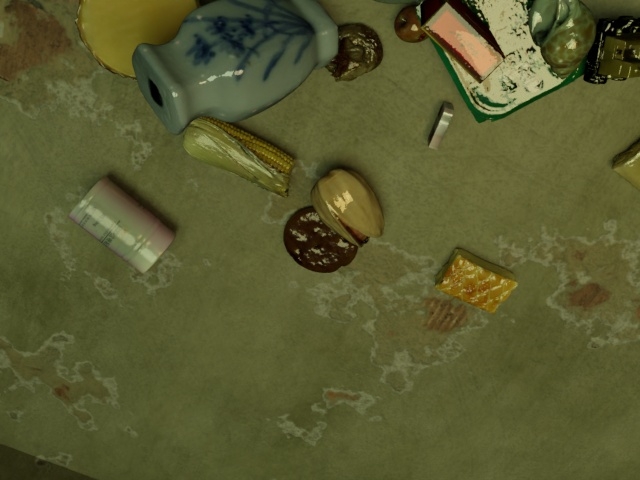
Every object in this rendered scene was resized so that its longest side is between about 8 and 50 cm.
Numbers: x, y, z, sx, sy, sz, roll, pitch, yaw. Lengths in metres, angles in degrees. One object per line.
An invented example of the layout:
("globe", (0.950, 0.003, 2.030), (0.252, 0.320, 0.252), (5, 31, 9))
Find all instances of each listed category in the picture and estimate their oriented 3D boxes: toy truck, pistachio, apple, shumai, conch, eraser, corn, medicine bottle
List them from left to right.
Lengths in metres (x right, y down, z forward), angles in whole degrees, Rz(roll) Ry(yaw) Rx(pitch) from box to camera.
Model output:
("medicine bottle", (-0.542, -0.041, 1.728), (0.254, 0.152, 0.152), (41, 119, -14))
("corn", (-0.201, -0.212, 1.583), (0.305, 0.122, 0.123), (26, 123, -8))
("pistachio", (0.072, -0.082, 1.599), (0.157, 0.157, 0.229), (-29, 117, 24))
("shumai", (0.075, -0.427, 1.431), (0.139, 0.105, 0.123), (-10, 118, -13))
("apple", (0.206, -0.475, 1.380), (0.071, 0.084, 0.084), (6, 131, -39))
("eraser", (0.287, -0.274, 1.497), (0.026, 0.065, 0.105), (19, 121, -1))
("conch", (0.483, -0.412, 1.239), (0.116, 0.106, 0.172), (-25, 98, 35))
("toy truck", (0.671, -0.388, 1.281), (0.257, 0.127, 0.127), (-13, 120, -25))

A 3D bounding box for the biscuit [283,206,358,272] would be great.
("biscuit", (0.000, 0.000, 1.728), (0.212, 0.036, 0.212), (4, 120, 7))

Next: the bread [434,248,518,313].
("bread", (0.423, 0.111, 1.704), (0.189, 0.068, 0.125), (25, 121, -6))

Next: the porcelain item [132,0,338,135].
("porcelain item", (-0.167, -0.383, 1.310), (0.242, 0.405, 0.178), (53, 157, 15))

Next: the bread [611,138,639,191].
("bread", (0.800, -0.168, 1.475), (0.178, 0.060, 0.139), (37, 121, -13))

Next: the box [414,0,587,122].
("box", (0.386, -0.453, 1.348), (0.264, 0.106, 0.336), (-26, 114, 23))

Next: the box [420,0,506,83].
("box", (0.265, -0.401, 1.196), (0.153, 0.239, 0.074), (42, 116, -15))

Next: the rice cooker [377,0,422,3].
("rice cooker", (0.151, -0.621, 1.184), (0.317, 0.316, 0.264), (22, 151, -4))

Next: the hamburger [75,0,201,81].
("hamburger", (-0.392, -0.499, 1.399), (0.261, 0.186, 0.302), (-10, 131, -3))
